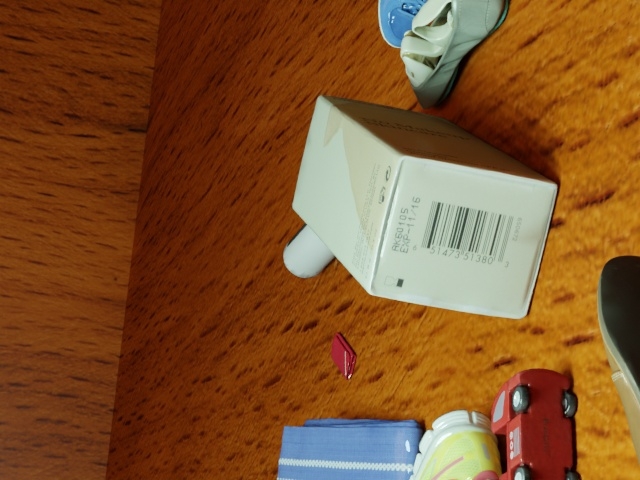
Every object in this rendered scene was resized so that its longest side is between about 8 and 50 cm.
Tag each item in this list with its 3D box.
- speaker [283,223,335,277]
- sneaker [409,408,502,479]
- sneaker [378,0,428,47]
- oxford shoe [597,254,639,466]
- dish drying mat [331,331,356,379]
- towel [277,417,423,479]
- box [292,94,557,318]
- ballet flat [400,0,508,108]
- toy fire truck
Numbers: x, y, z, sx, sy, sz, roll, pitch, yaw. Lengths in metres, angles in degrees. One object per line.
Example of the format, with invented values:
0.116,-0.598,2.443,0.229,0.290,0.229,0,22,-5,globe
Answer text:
0.000,0.000,1.864,0.136,0.055,0.055,133,143,-65,speaker
0.098,0.249,1.310,0.094,0.081,0.208,-117,39,-62,sneaker
0.101,-0.264,1.632,0.084,0.058,0.152,-95,25,-67,sneaker
0.213,0.097,0.994,0.076,0.076,0.212,101,167,-44,oxford shoe
0.025,0.131,1.785,0.083,0.008,0.032,-131,51,-71,dish drying mat
0.020,0.343,1.560,0.243,0.040,0.336,-11,71,58,towel
0.082,-0.038,1.410,0.311,0.148,0.121,-134,54,-70,box
0.114,-0.196,1.527,0.213,0.068,0.072,129,147,-62,ballet flat
0.149,0.207,1.205,0.135,0.047,0.192,127,148,-60,toy fire truck
